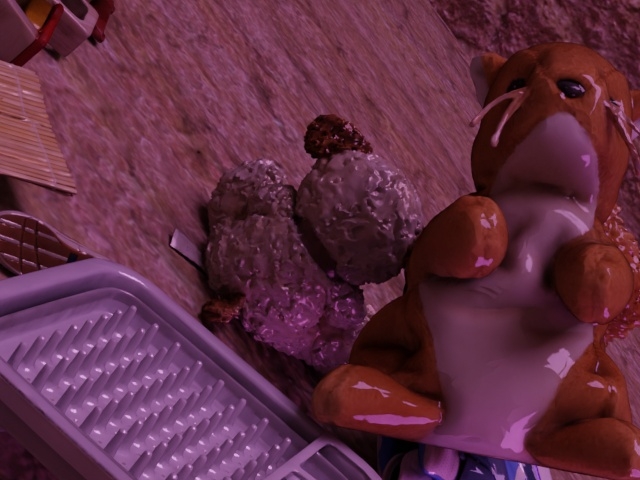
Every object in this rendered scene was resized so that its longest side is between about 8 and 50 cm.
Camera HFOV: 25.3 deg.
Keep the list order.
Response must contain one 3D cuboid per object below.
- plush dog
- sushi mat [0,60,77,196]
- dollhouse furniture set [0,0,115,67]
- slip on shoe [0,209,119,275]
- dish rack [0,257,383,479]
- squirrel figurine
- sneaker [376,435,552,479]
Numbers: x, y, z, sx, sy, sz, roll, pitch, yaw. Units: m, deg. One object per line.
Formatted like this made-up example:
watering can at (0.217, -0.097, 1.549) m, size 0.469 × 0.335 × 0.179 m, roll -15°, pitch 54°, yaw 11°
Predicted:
plush dog at (0.000, 0.000, 1.450) m, size 0.262 × 0.225 × 0.210 m, roll 56°, pitch 20°, yaw 8°
sushi mat at (-0.343, -0.127, 1.159) m, size 0.316 × 0.019 × 0.151 m, roll 17°, pitch 41°, yaw -45°
dollhouse furniture set at (-0.226, -0.289, 1.477) m, size 0.152 × 0.201 × 0.374 m, roll 44°, pitch 21°, yaw -21°
slip on shoe at (-0.229, 0.013, 1.206) m, size 0.135 × 0.051 × 0.041 m, roll 24°, pitch -7°, yaw -38°
dish rack at (-0.116, 0.151, 1.082) m, size 0.333 × 0.072 × 0.285 m, roll 40°, pitch 19°, yaw 12°
squirrel figurine at (0.187, 0.016, 1.315) m, size 0.397 × 0.281 × 0.370 m, roll 41°, pitch 59°, yaw -75°
sneaker at (0.155, 0.301, 1.473) m, size 0.236 × 0.130 × 0.323 m, roll 11°, pitch 52°, yaw -42°
